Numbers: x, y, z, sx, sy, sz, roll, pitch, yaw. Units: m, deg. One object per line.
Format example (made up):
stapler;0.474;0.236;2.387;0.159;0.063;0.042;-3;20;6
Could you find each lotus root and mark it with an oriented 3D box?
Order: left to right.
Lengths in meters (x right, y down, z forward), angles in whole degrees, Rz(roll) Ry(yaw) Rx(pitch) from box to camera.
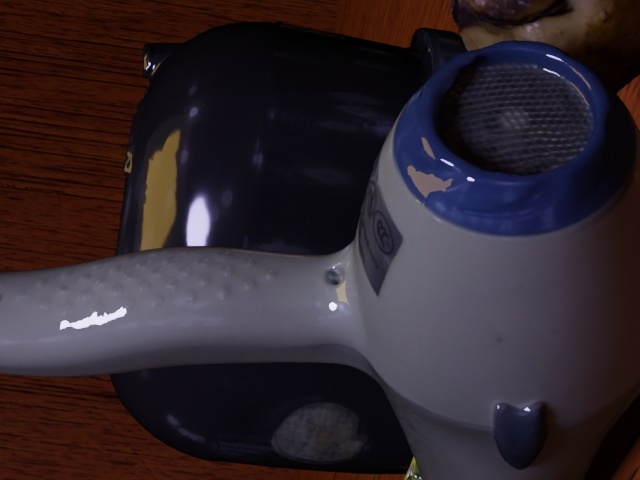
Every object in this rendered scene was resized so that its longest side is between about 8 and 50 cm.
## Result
lotus root;0.101;-0.117;0.693;0.258;0.097;0.110;-69;-4;-72

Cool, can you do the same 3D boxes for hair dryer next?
hair dryer;0.008;0.062;0.685;0.296;0.298;0.119;54;-151;-47

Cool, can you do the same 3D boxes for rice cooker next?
rice cooker;0.000;0.000;0.968;0.267;0.224;0.267;-171;90;-87

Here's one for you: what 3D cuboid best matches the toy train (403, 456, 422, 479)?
toy train;0.048;0.159;0.867;0.085;0.053;0.249;-67;-1;-65
